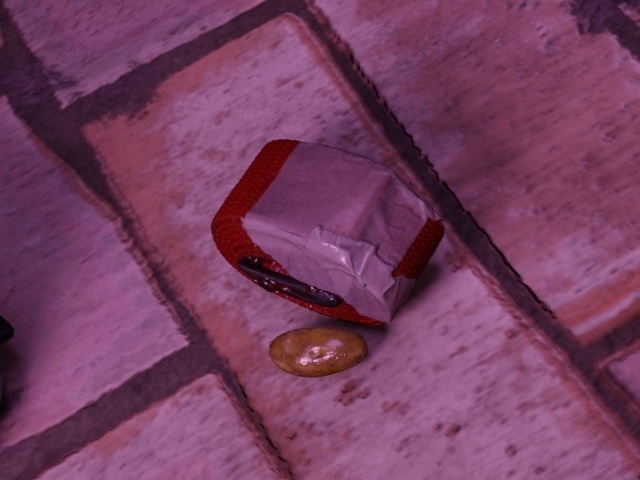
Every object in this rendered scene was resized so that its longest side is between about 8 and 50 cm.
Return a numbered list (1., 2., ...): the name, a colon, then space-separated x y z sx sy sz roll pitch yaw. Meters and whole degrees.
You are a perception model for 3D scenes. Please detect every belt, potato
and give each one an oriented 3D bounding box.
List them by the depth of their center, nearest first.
1. potato: -0.004 0.098 1.649 0.092 0.045 0.046 0 57 22
2. belt: 0.000 0.000 1.671 0.201 0.128 0.124 18 61 32

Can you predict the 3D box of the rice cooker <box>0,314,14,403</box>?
1. rice cooker: -0.407 0.099 1.655 0.280 0.227 0.241 -25 36 -27
